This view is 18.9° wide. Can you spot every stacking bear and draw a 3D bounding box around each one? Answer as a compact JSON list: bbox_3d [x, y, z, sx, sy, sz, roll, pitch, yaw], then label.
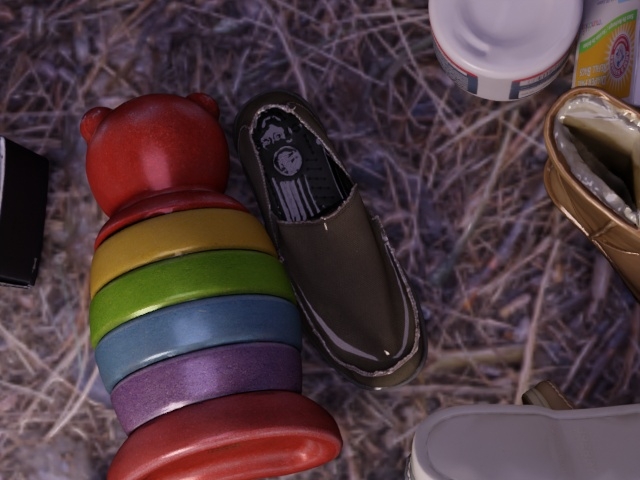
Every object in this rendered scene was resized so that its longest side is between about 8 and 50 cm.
[{"bbox_3d":[-0.100,0.029,1.414,0.175,0.164,0.289,-12,72,-7],"label":"stacking bear"}]

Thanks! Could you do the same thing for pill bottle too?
[{"bbox_3d":[0.133,-0.158,1.400,0.108,0.180,0.108,0,86,4],"label":"pill bottle"}]

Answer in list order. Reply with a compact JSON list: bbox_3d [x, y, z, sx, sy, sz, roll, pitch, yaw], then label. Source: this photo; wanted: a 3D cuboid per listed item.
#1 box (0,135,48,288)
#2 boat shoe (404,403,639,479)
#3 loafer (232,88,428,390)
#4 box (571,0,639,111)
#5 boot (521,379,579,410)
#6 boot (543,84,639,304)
[{"bbox_3d":[-0.323,-0.029,1.441,0.207,0.153,0.108,6,86,3],"label":"box"},{"bbox_3d":[0.216,0.185,1.357,0.320,0.099,0.116,6,44,-5],"label":"boat shoe"},{"bbox_3d":[0.000,0.000,1.447,0.094,0.087,0.251,-29,85,2],"label":"loafer"},{"bbox_3d":[0.299,-0.130,1.391,0.203,0.114,0.103,7,87,-14],"label":"box"},{"bbox_3d":[0.272,0.141,1.427,0.213,0.077,0.165,43,89,4],"label":"boot"},{"bbox_3d":[0.244,-0.002,1.338,0.236,0.269,0.089,37,90,5],"label":"boot"}]
